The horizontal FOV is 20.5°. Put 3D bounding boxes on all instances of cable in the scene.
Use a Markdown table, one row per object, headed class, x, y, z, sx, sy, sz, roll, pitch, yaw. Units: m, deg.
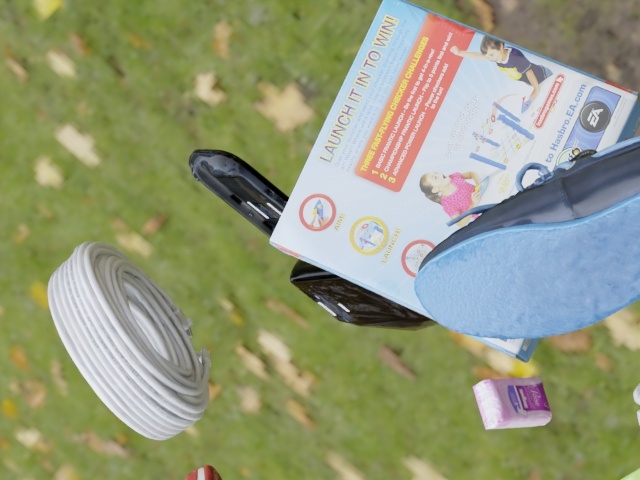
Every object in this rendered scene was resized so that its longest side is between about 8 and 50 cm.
| class | x | y | z | sx | sy | sz | roll | pitch | yaw |
| --- | --- | --- | --- | --- | --- | --- | --- | --- | --- |
| cable | -0.231 | 0.119 | 2.132 | 0.257 | 0.089 | 0.257 | 52 | -170 | -23 |

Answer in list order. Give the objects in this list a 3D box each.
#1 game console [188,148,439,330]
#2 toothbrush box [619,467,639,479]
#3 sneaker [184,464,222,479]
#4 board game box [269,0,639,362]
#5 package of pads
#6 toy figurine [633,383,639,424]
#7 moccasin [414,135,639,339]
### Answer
| class | x | y | z | sx | sy | sz | roll | pitch | yaw |
| --- | --- | --- | --- | --- | --- | --- | --- | --- | --- |
| game console | 0.000 | 0.000 | 2.087 | 0.361 | 0.044 | 0.213 | 39 | 154 | -29 |
| toothbrush box | 0.257 | 0.231 | 1.152 | 0.206 | 0.122 | 0.283 | 8 | 149 | -30 |
| sneaker | -0.137 | 0.284 | 1.416 | 0.128 | 0.221 | 0.087 | -10 | 138 | 12 |
| board game box | 0.148 | -0.068 | 1.916 | 0.302 | 0.308 | 0.086 | 25 | 178 | 18 |
| package of pads | 0.199 | 0.169 | 1.829 | 0.032 | 0.083 | 0.050 | -32 | 65 | 43 |
| toy figurine | 0.408 | 0.127 | 1.572 | 0.210 | 0.213 | 0.148 | 28 | 178 | -30 |
| moccasin | 0.239 | -0.012 | 1.466 | 0.342 | 0.117 | 0.137 | -18 | 121 | 30 |
